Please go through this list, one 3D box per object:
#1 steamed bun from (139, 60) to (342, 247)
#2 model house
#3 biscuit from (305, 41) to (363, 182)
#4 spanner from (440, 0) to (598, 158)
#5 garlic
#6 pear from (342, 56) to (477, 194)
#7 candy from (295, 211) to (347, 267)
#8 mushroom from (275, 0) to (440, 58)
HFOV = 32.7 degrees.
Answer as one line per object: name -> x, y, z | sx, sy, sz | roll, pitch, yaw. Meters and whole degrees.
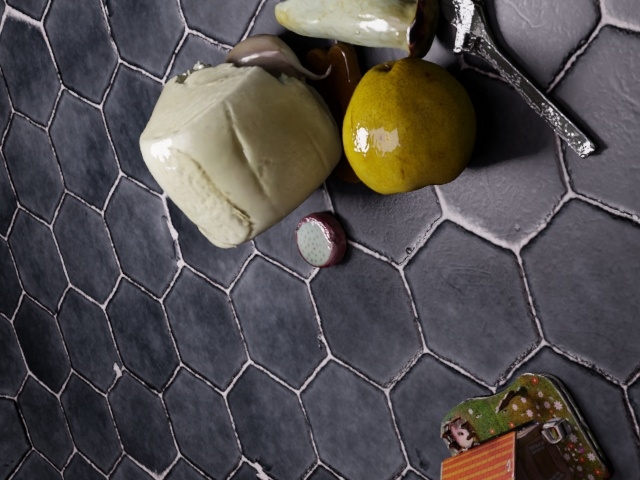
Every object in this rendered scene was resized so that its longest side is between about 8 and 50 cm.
steamed bun -> -0.121, -0.160, 1.790 | 0.290, 0.273, 0.272 | 42, 136, -22
model house -> 0.277, 0.354, 1.727 | 0.294, 0.154, 0.207 | -37, 80, 48
biscuit -> 0.039, -0.212, 1.822 | 0.180, 0.039, 0.236 | 5, 110, 53
spanner -> 0.282, -0.239, 1.569 | 0.325, 0.026, 0.093 | 49, 134, 18
garlic -> -0.085, -0.291, 1.861 | 0.266, 0.148, 0.128 | 148, 140, -66
pear -> 0.132, -0.172, 1.624 | 0.209, 0.209, 0.209 | 21, 121, 40
candy -> 0.000, 0.000, 1.953 | 0.103, 0.043, 0.103 | 21, 121, 40
mushroom -> 0.053, -0.360, 1.715 | 0.333, 0.087, 0.107 | 23, 107, 44
